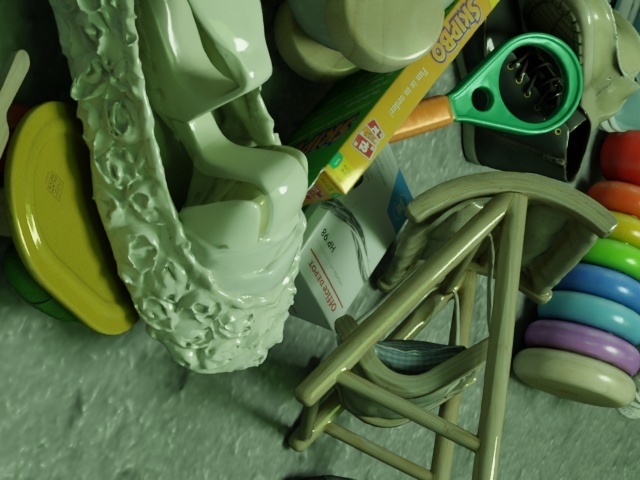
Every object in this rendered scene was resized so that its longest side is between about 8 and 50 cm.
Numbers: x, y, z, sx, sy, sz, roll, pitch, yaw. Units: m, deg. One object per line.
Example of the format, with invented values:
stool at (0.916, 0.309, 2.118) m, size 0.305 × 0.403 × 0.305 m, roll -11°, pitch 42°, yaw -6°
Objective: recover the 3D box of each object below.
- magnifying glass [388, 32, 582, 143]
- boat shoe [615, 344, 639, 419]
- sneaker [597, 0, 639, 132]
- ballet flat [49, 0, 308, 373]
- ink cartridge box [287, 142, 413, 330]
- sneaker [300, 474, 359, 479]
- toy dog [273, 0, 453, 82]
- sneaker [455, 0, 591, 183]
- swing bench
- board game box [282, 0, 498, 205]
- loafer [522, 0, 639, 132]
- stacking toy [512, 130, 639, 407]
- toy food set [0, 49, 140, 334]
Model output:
magnifying glass at (0.133, -0.123, 1.235) m, size 0.231 × 0.026 × 0.092 m, roll -18°, pitch 98°, yaw -22°
boat shoe at (0.386, 0.170, 1.622) m, size 0.098 × 0.277 × 0.096 m, roll 32°, pitch 84°, yaw -10°
sneaker at (0.437, -0.252, 1.522) m, size 0.127 × 0.208 × 0.319 m, roll 25°, pitch 83°, yaw -54°
ballet flat at (-0.081, -0.078, 0.888) m, size 0.147 × 0.147 × 0.409 m, roll -39°, pitch 122°, yaw -39°
ink cartridge box at (0.000, 0.000, 1.157) m, size 0.180 × 0.060 × 0.104 m, roll -56°, pitch 143°, yaw -23°
sneaker at (-0.022, 0.338, 1.272) m, size 0.106 × 0.101 × 0.267 m, roll 24°, pitch 85°, yaw -33°
toy dog at (0.067, -0.262, 1.056) m, size 0.161 × 0.220 × 0.333 m, roll 49°, pitch 51°, yaw -16°
sneaker at (0.197, -0.162, 1.308) m, size 0.083 × 0.118 × 0.222 m, roll -41°, pitch 135°, yaw -37°
swing bench at (0.102, 0.080, 1.162) m, size 0.254 × 0.165 × 0.253 m, roll -62°, pitch 175°, yaw -16°
board game box at (0.038, -0.112, 1.099) m, size 0.039 × 0.124 × 0.259 m, roll 49°, pitch 63°, yaw -17°
loafer at (0.267, -0.195, 1.365) m, size 0.092 × 0.102 × 0.268 m, roll -36°, pitch 161°, yaw 0°
stacking toy at (0.327, 0.017, 1.578) m, size 0.141 × 0.141 × 0.330 m, roll 34°, pitch 69°, yaw -54°
toy food set at (-0.186, -0.021, 0.896) m, size 0.218 × 0.071 × 0.128 m, roll 55°, pitch 36°, yaw -51°
